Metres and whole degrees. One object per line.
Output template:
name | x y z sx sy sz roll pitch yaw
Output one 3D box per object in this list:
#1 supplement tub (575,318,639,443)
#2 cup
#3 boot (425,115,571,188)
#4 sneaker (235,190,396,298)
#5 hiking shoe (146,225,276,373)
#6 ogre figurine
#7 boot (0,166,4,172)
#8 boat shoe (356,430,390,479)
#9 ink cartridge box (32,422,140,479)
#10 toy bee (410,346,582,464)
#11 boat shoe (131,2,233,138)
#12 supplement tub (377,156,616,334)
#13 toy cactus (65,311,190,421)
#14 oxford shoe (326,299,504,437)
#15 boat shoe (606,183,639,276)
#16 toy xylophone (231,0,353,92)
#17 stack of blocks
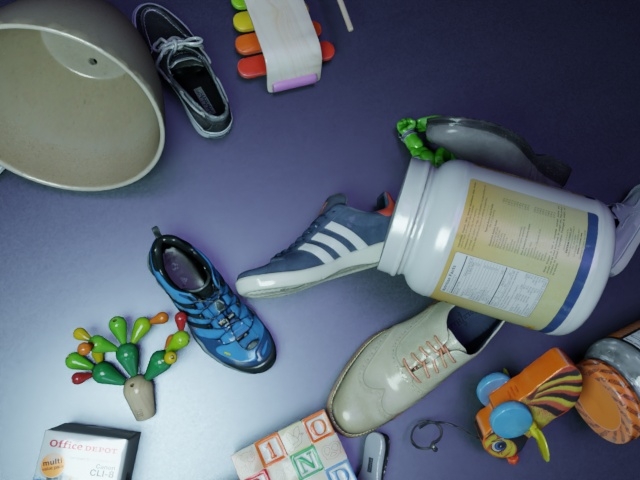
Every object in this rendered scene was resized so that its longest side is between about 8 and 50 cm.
supplement tub | 0.635 0.237 1.052 0.316 0.193 0.193 -22 81 -13
cup | -0.414 -0.279 0.963 0.331 0.331 0.237 6 51 -8
boot | 0.315 -0.081 1.053 0.338 0.118 0.222 20 91 -21
sneaker | 0.000 0.000 1.040 0.350 0.131 0.148 -16 82 -23
hiking shoe | -0.194 0.114 0.974 0.304 0.132 0.113 45 74 2
ogre figurine | 0.253 -0.188 1.139 0.197 0.097 0.118 15 63 -17
boot | -0.665 -0.108 0.966 0.258 0.095 0.123 -42 80 -17
boat shoe | 0.095 0.409 1.000 0.040 0.049 0.142 21 80 -48
ink cartridge box | -0.369 0.384 0.885 0.128 0.127 0.176 9 75 -7
toy bee | 0.338 0.316 1.021 0.162 0.298 0.195 50 35 -23
boat shoe | -0.266 -0.340 1.082 0.113 0.105 0.306 -26 83 -14
supplement tub | 0.268 0.002 0.911 0.316 0.228 0.228 17 75 6
toy cactus | -0.313 0.213 0.946 0.219 0.112 0.180 -15 97 -6
oxford shoe | 0.177 0.197 1.006 0.397 0.146 0.140 -38 86 -17
boat shoe | 0.618 -0.037 1.171 0.081 0.079 0.227 34 77 -5
toy xylophone | -0.068 -0.466 1.156 0.236 0.081 0.322 -9 79 -11
stack of blocks | -0.092 0.423 0.933 0.297 0.087 0.171 -24 74 -11
